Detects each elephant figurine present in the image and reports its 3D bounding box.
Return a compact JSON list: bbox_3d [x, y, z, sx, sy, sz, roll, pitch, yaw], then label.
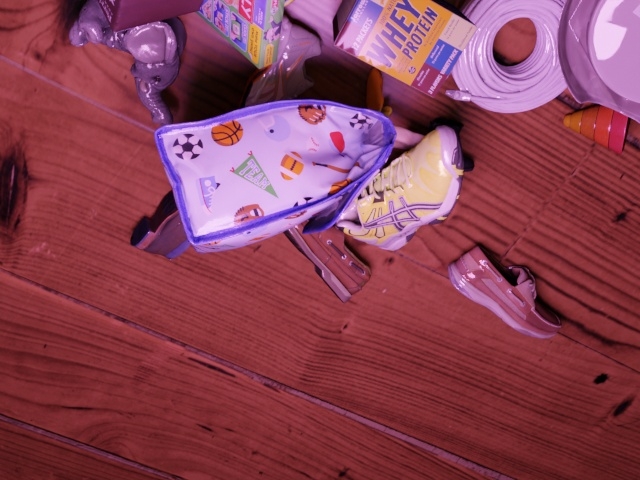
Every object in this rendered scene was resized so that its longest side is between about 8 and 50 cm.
[{"bbox_3d":[-0.322,-0.365,1.116,0.239,0.169,0.186,35,148,-22],"label":"elephant figurine"}]

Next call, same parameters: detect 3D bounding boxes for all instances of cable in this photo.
[{"bbox_3d":[0.371,-0.369,1.135,0.257,0.089,0.257,17,118,-10],"label":"cable"}]

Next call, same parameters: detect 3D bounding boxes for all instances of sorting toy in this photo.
[{"bbox_3d":[0.548,-0.348,1.157,0.126,0.127,0.365,11,122,29],"label":"sorting toy"}]

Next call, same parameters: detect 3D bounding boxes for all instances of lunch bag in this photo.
[{"bbox_3d":[-0.076,-0.116,1.102,0.386,0.328,0.238,-19,91,-12],"label":"lunch bag"}]

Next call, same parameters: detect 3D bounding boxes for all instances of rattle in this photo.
[{"bbox_3d":[0.180,-0.243,1.215,0.200,0.142,0.130,12,165,2],"label":"rattle"}]

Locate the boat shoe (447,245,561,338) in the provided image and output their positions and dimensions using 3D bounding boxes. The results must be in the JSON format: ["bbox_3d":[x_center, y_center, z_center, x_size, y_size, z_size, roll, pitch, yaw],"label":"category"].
[{"bbox_3d":[0.453,0.122,1.405,0.324,0.123,0.116,30,114,-18],"label":"boat shoe"}]

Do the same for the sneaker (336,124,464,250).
[{"bbox_3d":[0.151,-0.087,1.183,0.147,0.145,0.384,6,150,-18],"label":"sneaker"}]

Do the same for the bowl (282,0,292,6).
[{"bbox_3d":[-0.061,-0.547,0.976,0.156,0.289,0.289,-35,124,-29],"label":"bowl"}]

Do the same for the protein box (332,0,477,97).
[{"bbox_3d":[0.139,-0.384,1.061,0.200,0.201,0.136,24,118,-13],"label":"protein box"}]

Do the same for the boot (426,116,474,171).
[{"bbox_3d":[0.276,-0.202,1.257,0.121,0.045,0.099,12,123,1],"label":"boot"}]

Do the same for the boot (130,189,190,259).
[{"bbox_3d":[-0.318,-0.044,1.353,0.219,0.082,0.106,-38,135,16],"label":"boot"}]

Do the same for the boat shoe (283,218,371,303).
[{"bbox_3d":[0.000,0.000,1.354,0.104,0.111,0.307,-41,115,-5],"label":"boat shoe"}]

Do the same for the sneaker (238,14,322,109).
[{"bbox_3d":[-0.082,-0.298,1.178,0.121,0.099,0.262,18,122,-18],"label":"sneaker"}]

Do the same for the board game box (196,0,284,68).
[{"bbox_3d":[-0.137,-0.467,0.965,0.213,0.046,0.317,45,149,19],"label":"board game box"}]

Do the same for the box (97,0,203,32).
[{"bbox_3d":[-0.274,-0.467,0.943,0.167,0.203,0.168,-27,92,-26],"label":"box"}]

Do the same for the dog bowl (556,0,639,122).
[{"bbox_3d":[0.574,-0.351,0.977,0.349,0.102,0.348,13,127,18],"label":"dog bowl"}]
